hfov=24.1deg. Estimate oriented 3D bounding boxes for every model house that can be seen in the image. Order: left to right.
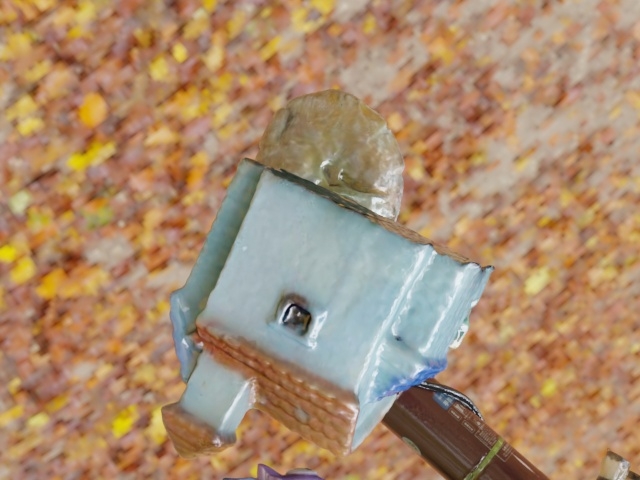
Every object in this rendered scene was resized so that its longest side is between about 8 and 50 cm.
[{"bbox_3d":[-0.015,0.111,1.624,0.329,0.295,0.252,-63,166,0],"label":"model house"}]

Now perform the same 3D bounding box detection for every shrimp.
[{"bbox_3d":[0.000,0.000,2.153,0.221,0.446,0.110,6,171,8],"label":"shrimp"}]

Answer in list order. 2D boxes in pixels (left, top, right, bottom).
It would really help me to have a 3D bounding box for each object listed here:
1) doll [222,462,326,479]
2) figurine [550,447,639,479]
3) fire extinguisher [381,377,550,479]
[{"bbox_3d":[-0.072,0.264,1.522,0.206,0.067,0.110,-5,154,5],"label":"doll"},{"bbox_3d":[0.389,0.507,2.183,0.306,0.412,0.241,-2,151,23],"label":"figurine"},{"bbox_3d":[0.173,0.262,2.036,0.105,0.341,0.141,-47,171,-9],"label":"fire extinguisher"}]
